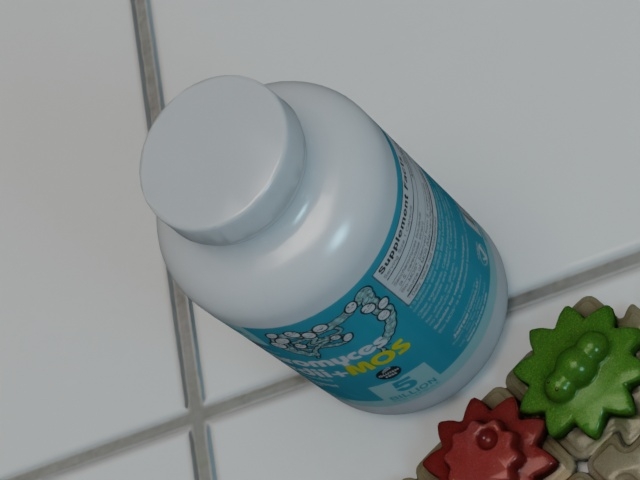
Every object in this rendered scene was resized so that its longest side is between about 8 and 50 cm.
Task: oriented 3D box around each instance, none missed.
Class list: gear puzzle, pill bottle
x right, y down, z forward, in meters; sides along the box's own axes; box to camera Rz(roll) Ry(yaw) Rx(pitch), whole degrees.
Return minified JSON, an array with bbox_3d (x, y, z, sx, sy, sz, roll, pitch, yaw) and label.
[{"bbox_3d":[0.157,0.126,1.092,0.339,0.044,0.175,-46,55,4],"label":"gear puzzle"},{"bbox_3d":[0.000,0.000,1.100,0.146,0.264,0.146,-12,63,25],"label":"pill bottle"}]
